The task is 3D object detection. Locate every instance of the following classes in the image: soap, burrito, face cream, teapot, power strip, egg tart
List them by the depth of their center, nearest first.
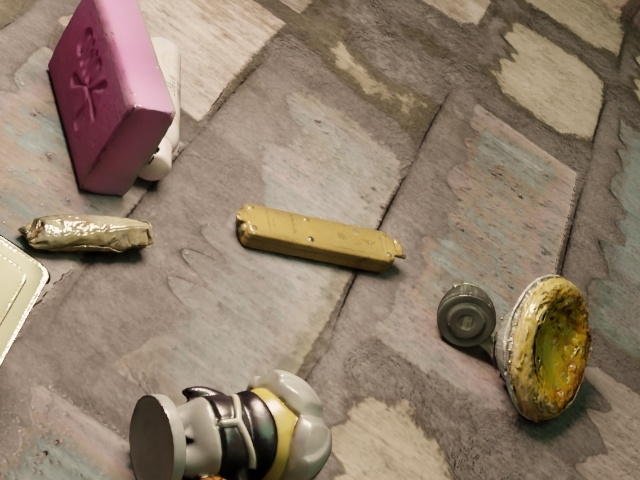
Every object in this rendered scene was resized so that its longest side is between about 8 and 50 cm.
[{"bbox_3d":[-0.311,-0.008,1.520,0.188,0.045,0.058,3,24,-32],"label":"burrito"},{"bbox_3d":[-0.304,-0.219,1.624,0.081,0.181,0.259,7,49,-38],"label":"soap"},{"bbox_3d":[-0.253,-0.199,1.724,0.082,0.082,0.269,17,43,-24],"label":"face cream"},{"bbox_3d":[0.000,0.000,1.753,0.305,0.044,0.064,11,45,-27],"label":"power strip"},{"bbox_3d":[0.340,0.166,1.767,0.234,0.094,0.234,-6,98,-49],"label":"egg tart"},{"bbox_3d":[0.233,0.122,1.795,0.092,0.124,0.091,-5,25,10],"label":"teapot"}]

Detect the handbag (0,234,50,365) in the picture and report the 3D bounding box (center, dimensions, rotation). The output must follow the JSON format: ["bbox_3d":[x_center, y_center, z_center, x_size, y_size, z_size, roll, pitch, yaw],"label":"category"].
[{"bbox_3d":[-0.469,0.114,1.177,0.237,0.160,0.358,40,36,-19],"label":"handbag"}]

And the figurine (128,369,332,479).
[{"bbox_3d":[-0.095,0.247,1.364,0.236,0.133,0.176,-1,61,-35],"label":"figurine"}]
